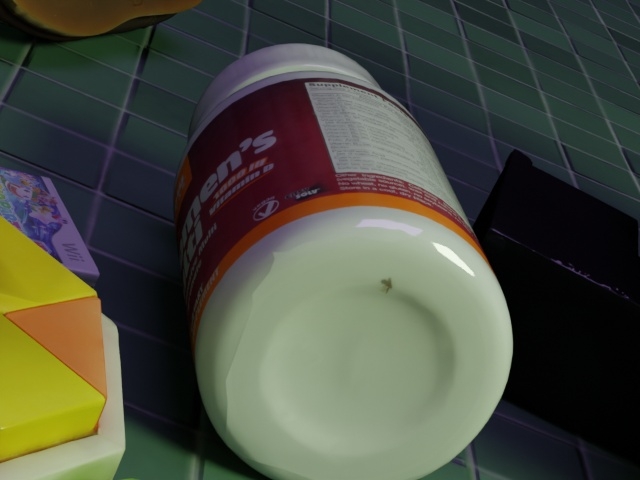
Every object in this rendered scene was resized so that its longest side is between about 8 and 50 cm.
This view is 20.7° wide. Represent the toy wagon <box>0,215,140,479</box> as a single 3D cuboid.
[{"bbox_3d":[-0.206,0.036,0.487,0.267,0.068,0.344,35,22,24],"label":"toy wagon"}]

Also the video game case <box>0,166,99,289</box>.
[{"bbox_3d":[-0.161,-0.015,0.744,0.122,0.011,0.087,13,24,-32],"label":"video game case"}]

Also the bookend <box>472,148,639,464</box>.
[{"bbox_3d":[0.144,0.036,0.893,0.156,0.072,0.157,27,20,1],"label":"bookend"}]

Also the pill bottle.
[{"bbox_3d":[0.000,0.000,0.741,0.121,0.121,0.221,19,21,-17],"label":"pill bottle"}]

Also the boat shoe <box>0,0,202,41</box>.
[{"bbox_3d":[-0.145,-0.149,1.019,0.073,0.073,0.207,-6,1,28],"label":"boat shoe"}]
